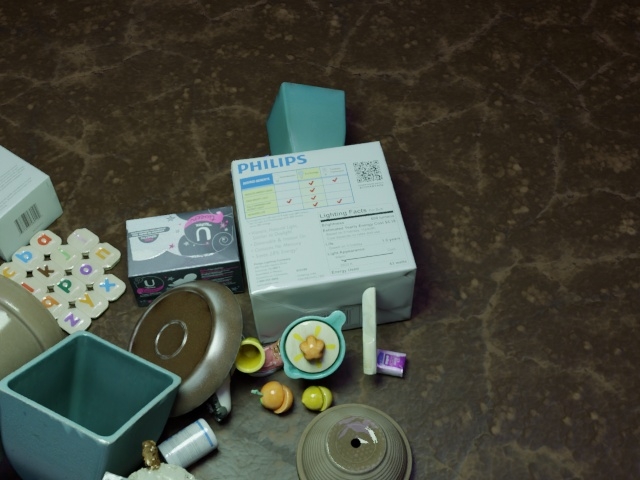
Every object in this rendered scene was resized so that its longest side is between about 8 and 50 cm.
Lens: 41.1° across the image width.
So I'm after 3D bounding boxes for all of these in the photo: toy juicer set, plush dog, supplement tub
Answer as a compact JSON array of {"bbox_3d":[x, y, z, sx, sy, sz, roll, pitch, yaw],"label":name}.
[{"bbox_3d":[-0.001,0.252,1.767,0.329,0.089,0.209,-22,98,3],"label":"toy juicer set"},{"bbox_3d":[-0.299,0.509,1.573,0.263,0.225,0.210,-13,53,-25],"label":"plush dog"},{"bbox_3d":[-0.268,0.417,1.730,0.107,0.071,0.071,-29,61,-20],"label":"supplement tub"}]

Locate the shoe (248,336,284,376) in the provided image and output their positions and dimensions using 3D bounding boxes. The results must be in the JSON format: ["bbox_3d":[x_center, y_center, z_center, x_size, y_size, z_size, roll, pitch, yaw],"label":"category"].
[{"bbox_3d":[-0.083,0.234,1.850,0.178,0.081,0.063,-18,58,-12],"label":"shoe"}]

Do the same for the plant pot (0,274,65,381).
[{"bbox_3d":[-0.692,0.225,1.723,0.263,0.263,0.229,22,47,14],"label":"plant pot"}]

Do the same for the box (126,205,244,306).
[{"bbox_3d":[-0.308,0.034,1.949,0.248,0.142,0.163,-7,56,-6],"label":"box"}]

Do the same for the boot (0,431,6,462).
[{"bbox_3d":[-0.702,0.425,1.654,0.229,0.091,0.262,-13,50,42],"label":"boot"}]

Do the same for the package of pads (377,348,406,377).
[{"bbox_3d":[0.143,0.266,1.859,0.083,0.032,0.050,10,59,7],"label":"package of pads"}]

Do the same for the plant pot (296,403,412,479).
[{"bbox_3d":[0.067,0.424,1.704,0.238,0.109,0.237,0,55,1],"label":"plant pot"}]

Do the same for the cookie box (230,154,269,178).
[{"bbox_3d":[-0.159,-0.155,2.140,0.107,0.040,0.091,-23,60,-15],"label":"cookie box"}]

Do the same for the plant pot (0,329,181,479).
[{"bbox_3d":[-0.451,0.368,1.638,0.248,0.252,0.247,23,27,15],"label":"plant pot"}]

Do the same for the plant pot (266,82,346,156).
[{"bbox_3d":[-0.032,-0.239,2.109,0.166,0.165,0.234,6,58,-17],"label":"plant pot"}]

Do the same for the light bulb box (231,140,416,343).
[{"bbox_3d":[0.000,0.000,1.924,0.358,0.225,0.360,-8,55,-5],"label":"light bulb box"}]

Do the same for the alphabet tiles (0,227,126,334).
[{"bbox_3d":[-0.603,0.097,1.978,0.278,0.021,0.284,31,61,18],"label":"alphabet tiles"}]

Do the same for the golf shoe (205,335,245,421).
[{"bbox_3d":[-0.211,0.250,1.829,0.120,0.105,0.272,-7,56,-13],"label":"golf shoe"}]

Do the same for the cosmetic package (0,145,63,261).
[{"bbox_3d":[-0.832,-0.136,2.056,0.366,0.155,0.197,31,60,20],"label":"cosmetic package"}]

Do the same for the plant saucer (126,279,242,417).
[{"bbox_3d":[-0.301,0.214,1.789,0.311,0.050,0.310,-18,55,27],"label":"plant saucer"}]
